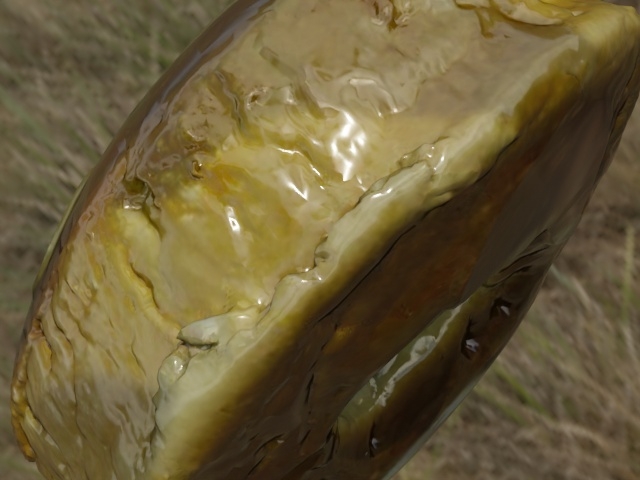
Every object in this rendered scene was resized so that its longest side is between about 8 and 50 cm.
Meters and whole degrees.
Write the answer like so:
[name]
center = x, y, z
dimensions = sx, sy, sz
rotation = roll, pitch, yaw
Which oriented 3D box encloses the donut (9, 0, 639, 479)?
[donut]
center = 0.000, 0.000, 0.809
dimensions = 0.330, 0.330, 0.160
rotation = -41, 72, -2
